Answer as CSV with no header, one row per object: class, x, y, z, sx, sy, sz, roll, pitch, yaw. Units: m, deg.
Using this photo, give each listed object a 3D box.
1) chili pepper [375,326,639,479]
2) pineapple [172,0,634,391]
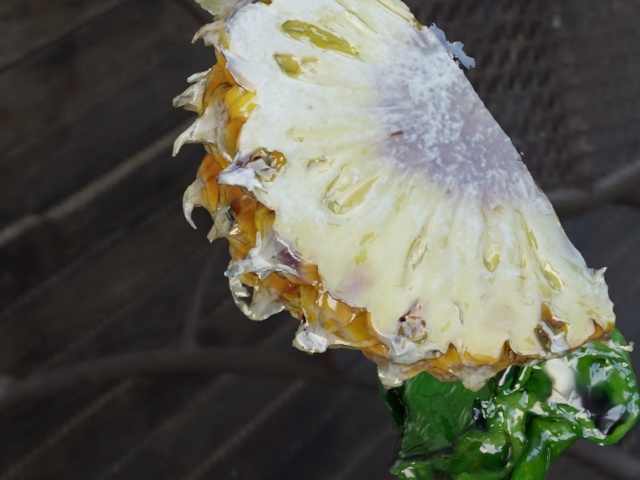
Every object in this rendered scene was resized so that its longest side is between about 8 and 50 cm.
chili pepper,0.158,0.130,1.575,0.167,0.385,0.213,25,89,-9
pineapple,-0.001,0.001,1.238,0.209,0.286,0.344,-32,84,-19
